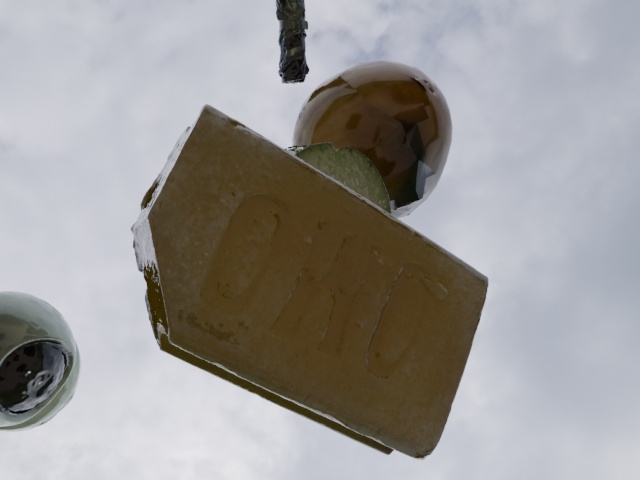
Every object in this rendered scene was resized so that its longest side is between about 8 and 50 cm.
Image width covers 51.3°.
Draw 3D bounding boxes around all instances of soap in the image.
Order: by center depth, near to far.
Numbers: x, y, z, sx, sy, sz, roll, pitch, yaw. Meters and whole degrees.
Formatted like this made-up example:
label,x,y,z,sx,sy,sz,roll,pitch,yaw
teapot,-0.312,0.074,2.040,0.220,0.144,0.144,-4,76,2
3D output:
label,x,y,z,sx,sy,sz,roll,pitch,yaw
soap,-0.011,0.034,0.435,0.232,0.073,0.140,30,-112,-19

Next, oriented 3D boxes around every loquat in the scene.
label,x,y,z,sx,sy,sz,roll,pitch,yaw
loquat,0.073,-0.137,0.947,0.235,0.235,0.235,0,-85,-6

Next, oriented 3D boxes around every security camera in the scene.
label,x,y,z,sx,sy,sz,roll,pitch,yaw
security camera,-0.451,0.168,0.956,0.194,0.236,0.195,5,-115,-10

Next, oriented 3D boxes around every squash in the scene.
label,x,y,z,sx,sy,sz,roll,pitch,yaw
squash,-0.003,-0.001,0.749,0.219,0.041,0.219,-5,-82,-43

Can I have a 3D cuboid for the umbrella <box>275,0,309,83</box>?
label,x,y,z,sx,sy,sz,roll,pitch,yaw
umbrella,-0.042,-0.319,0.949,0.046,0.050,0.188,5,-78,26
